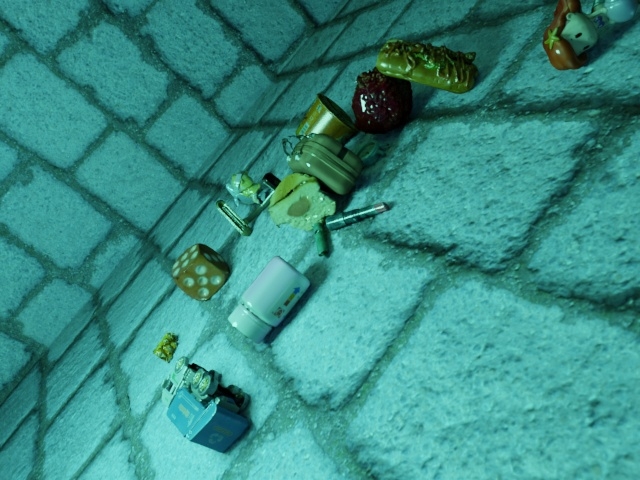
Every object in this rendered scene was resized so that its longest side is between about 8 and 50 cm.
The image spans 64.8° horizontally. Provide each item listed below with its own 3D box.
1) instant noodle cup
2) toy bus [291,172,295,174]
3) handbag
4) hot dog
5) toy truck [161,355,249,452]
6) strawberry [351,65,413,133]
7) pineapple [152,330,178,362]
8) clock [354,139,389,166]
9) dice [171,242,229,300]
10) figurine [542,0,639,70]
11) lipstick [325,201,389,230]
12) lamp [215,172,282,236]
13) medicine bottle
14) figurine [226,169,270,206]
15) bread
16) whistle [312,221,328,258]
[{"bbox_3d":[0.020,-0.466,2.096,0.182,0.230,0.230,-47,26,21],"label":"instant noodle cup"},{"bbox_3d":[-0.074,-0.220,2.005,0.246,0.113,0.134,-55,22,-10],"label":"toy bus"},{"bbox_3d":[-0.012,-0.288,1.792,0.149,0.283,0.302,-59,18,0],"label":"handbag"},{"bbox_3d":[0.362,-0.603,1.703,0.349,0.117,0.158,20,55,12],"label":"hot dog"},{"bbox_3d":[-0.343,0.468,1.473,0.367,0.146,0.175,8,65,57],"label":"toy truck"},{"bbox_3d":[0.236,-0.509,1.859,0.274,0.220,0.274,-48,-17,-20],"label":"strawberry"},{"bbox_3d":[-0.614,0.428,1.997,0.116,0.069,0.137,-38,20,28],"label":"pineapple"},{"bbox_3d":[0.182,-0.318,1.848,0.147,0.045,0.108,-15,43,44],"label":"clock"},{"bbox_3d":[-0.498,0.127,2.086,0.175,0.179,0.174,-45,28,9],"label":"dice"},{"bbox_3d":[0.715,-0.584,1.335,0.257,0.181,0.208,-31,72,32],"label":"figurine"},{"bbox_3d":[0.119,-0.081,1.631,0.234,0.053,0.053,-15,42,41],"label":"lipstick"},{"bbox_3d":[-0.303,-0.187,2.204,0.283,0.203,0.124,-48,9,6],"label":"lamp"},{"bbox_3d":[-0.161,0.185,1.573,0.254,0.152,0.152,-51,28,-5],"label":"medicine bottle"},{"bbox_3d":[-0.338,-0.239,2.346,0.209,0.183,0.128,8,49,6],"label":"figurine"},{"bbox_3d":[-0.074,-0.118,1.803,0.211,0.184,0.224,-50,25,-1],"label":"bread"},{"bbox_3d":[0.000,0.000,1.703,0.039,0.039,0.186,-38,30,17],"label":"whistle"}]
